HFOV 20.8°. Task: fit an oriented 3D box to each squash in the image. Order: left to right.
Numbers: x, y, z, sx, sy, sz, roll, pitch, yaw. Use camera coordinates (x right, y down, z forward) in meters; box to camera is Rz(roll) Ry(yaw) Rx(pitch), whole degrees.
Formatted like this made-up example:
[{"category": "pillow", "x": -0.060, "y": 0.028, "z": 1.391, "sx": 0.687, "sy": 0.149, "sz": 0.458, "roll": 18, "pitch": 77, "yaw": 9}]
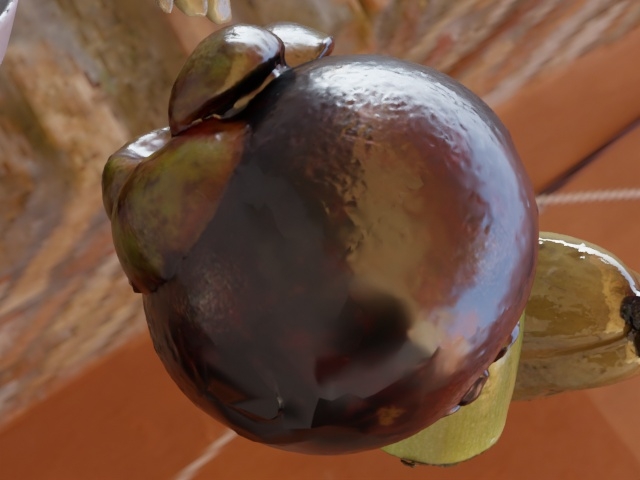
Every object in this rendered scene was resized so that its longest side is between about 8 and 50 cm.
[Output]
[{"category": "squash", "x": 0.087, "y": 0.051, "z": 1.205, "sx": 0.123, "sy": 0.123, "sz": 0.186, "roll": 39, "pitch": -44, "yaw": 35}]

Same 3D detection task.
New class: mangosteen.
[{"category": "mangosteen", "x": 0.000, "y": 0.000, "z": 0.802, "sx": 0.210, "sy": 0.210, "sz": 0.210, "roll": 42, "pitch": -29, "yaw": 30}]

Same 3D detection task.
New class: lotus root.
[{"category": "lotus root", "x": 0.187, "y": 0.067, "z": 1.460, "sx": 0.257, "sy": 0.140, "sz": 0.154, "roll": -3, "pitch": -41, "yaw": 44}]

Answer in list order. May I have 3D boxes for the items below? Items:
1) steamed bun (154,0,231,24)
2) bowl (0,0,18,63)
[{"category": "steamed bun", "x": -0.174, "y": -0.385, "z": 1.920, "sx": 0.189, "sy": 0.247, "sz": 0.428, "roll": -51, "pitch": -137, "yaw": 36}, {"category": "bowl", "x": -0.332, "y": -0.119, "z": 1.044, "sx": 0.287, "sy": 0.287, "sz": 0.143, "roll": 41, "pitch": -51, "yaw": 32}]
